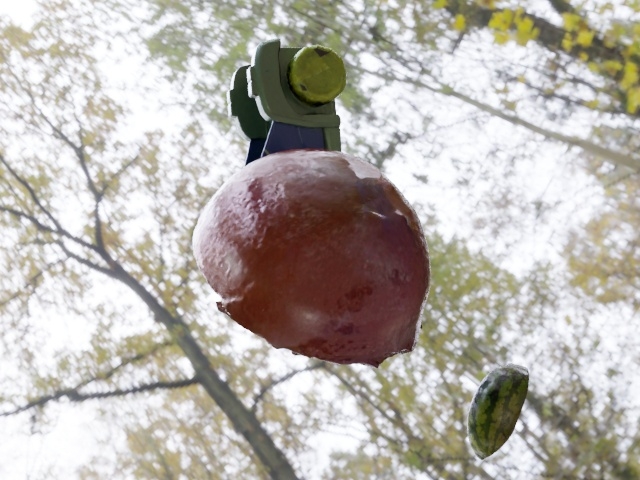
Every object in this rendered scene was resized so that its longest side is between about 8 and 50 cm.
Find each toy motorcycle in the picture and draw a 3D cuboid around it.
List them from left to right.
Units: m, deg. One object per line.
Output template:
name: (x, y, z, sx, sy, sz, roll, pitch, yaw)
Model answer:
toy motorcycle: (-0.066, -0.151, 1.580, 0.200, 0.191, 0.326, -1, -97, -19)

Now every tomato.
tomato: (0.003, 0.001, 1.238, 0.290, 0.334, 0.176, -3, -43, -32)

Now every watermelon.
watermelon: (0.268, 0.256, 1.505, 0.069, 0.087, 0.163, 26, -102, -2)
